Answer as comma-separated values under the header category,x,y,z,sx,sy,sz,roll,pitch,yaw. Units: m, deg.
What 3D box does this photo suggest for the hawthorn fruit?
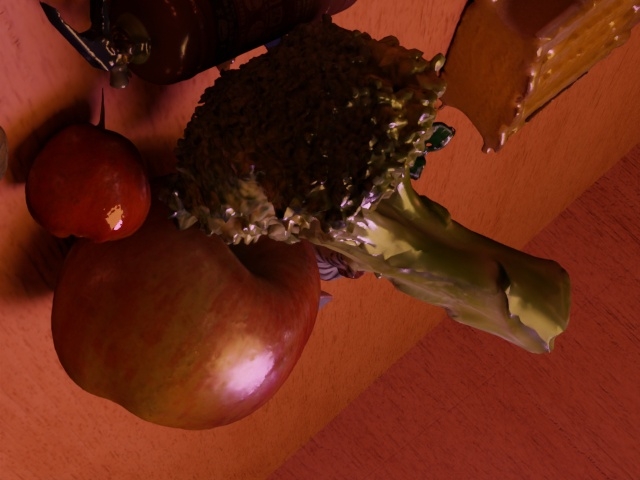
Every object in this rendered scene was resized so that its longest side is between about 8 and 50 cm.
category,x,y,z,sx,sy,sz,roll,pitch,yaw
hawthorn fruit,-0.218,-0.056,1.272,0.140,0.125,0.125,-45,165,8

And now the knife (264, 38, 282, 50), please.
category,x,y,z,sx,sy,sz,roll,pitch,yaw
knife,-0.060,-0.222,1.436,0.031,0.018,0.121,-52,165,2

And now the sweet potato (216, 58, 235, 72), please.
category,x,y,z,sx,sy,sz,roll,pitch,yaw
sweet potato,-0.092,-0.207,1.382,0.026,0.026,0.115,-32,165,-38

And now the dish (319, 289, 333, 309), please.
category,x,y,z,sx,sy,sz,roll,pitch,yaw
dish,-0.091,0.147,2.233,0.212,0.077,0.151,-26,155,-50

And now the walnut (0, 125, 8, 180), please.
category,x,y,z,sx,sy,sz,roll,pitch,yaw
walnut,-0.303,-0.071,1.094,0.092,0.092,0.092,-40,165,-14

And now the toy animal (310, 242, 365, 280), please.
category,x,y,z,sx,sy,sz,roll,pitch,yaw
toy animal,-0.011,-0.014,1.849,0.090,0.170,0.255,-38,-178,-2

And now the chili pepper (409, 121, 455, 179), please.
category,x,y,z,sx,sy,sz,roll,pitch,yaw
chili pepper,0.149,-0.160,2.072,0.108,0.062,0.216,-52,164,4

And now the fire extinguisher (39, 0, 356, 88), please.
category,x,y,z,sx,sy,sz,roll,pitch,yaw
fire extinguisher,-0.106,-0.224,1.186,0.344,0.102,0.138,-30,127,-40

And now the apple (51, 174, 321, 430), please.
category,x,y,z,sx,sy,sz,roll,pitch,yaw
apple,-0.159,0.078,1.485,0.301,0.301,0.301,-40,165,-14

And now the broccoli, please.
category,x,y,z,sx,sy,sz,roll,pitch,yaw
broccoli,0.059,-0.037,1.210,0.275,0.397,0.353,-58,167,8

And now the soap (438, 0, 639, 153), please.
category,x,y,z,sx,sy,sz,roll,pitch,yaw
soap,0.353,-0.325,1.976,0.335,0.156,0.293,-38,161,-22
